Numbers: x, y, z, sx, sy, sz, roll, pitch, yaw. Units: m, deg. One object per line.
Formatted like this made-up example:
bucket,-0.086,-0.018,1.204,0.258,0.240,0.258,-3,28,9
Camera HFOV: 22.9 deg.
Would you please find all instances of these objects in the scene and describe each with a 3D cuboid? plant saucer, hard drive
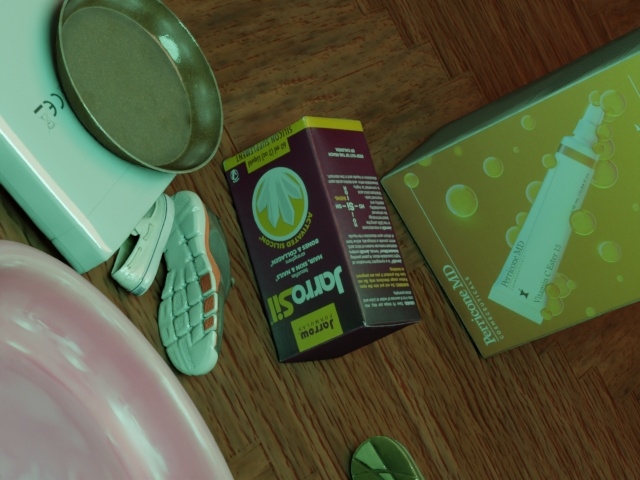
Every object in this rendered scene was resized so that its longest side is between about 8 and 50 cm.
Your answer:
plant saucer,-0.144,-0.123,1.218,0.168,0.029,0.168,31,44,-36
hard drive,-0.236,-0.173,1.200,0.353,0.047,0.233,52,35,-15
plant saucer,-0.157,0.159,1.005,0.332,0.084,0.332,53,14,-19

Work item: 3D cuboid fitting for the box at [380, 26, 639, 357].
box,0.270,-0.060,1.515,0.215,0.345,0.168,59,37,-7

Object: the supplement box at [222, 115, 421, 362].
supplement box,0.000,0.000,1.350,0.081,0.104,0.188,-1,70,-51

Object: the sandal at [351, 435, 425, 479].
sandal,0.082,0.251,1.345,0.180,0.072,0.049,67,14,10

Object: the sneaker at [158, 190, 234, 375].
sneaker,-0.089,0.036,1.260,0.065,0.061,0.157,27,50,-48

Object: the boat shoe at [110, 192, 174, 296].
boat shoe,-0.143,-0.003,1.237,0.035,0.035,0.100,36,47,-26
